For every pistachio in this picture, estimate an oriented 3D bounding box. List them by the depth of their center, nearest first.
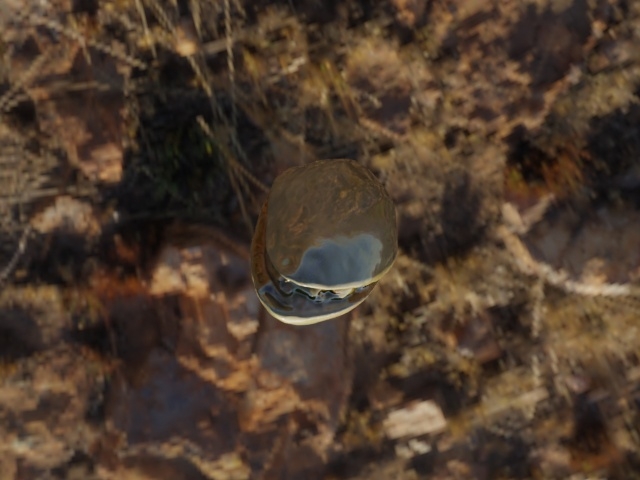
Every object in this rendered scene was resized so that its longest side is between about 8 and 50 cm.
[{"bbox_3d":[0.000,0.000,1.230,0.124,0.185,0.124,9,118,17],"label":"pistachio"}]
